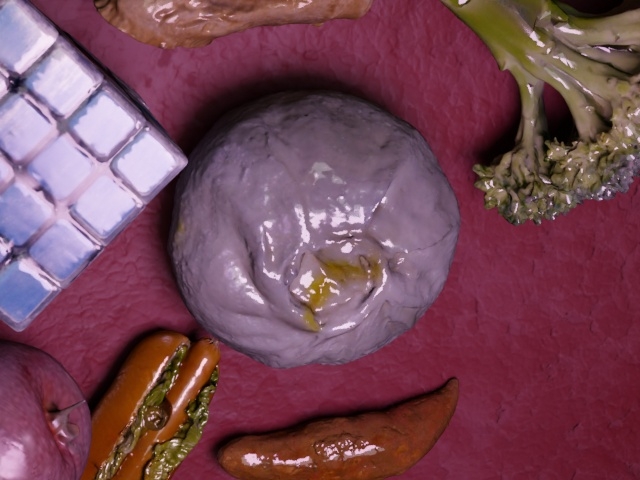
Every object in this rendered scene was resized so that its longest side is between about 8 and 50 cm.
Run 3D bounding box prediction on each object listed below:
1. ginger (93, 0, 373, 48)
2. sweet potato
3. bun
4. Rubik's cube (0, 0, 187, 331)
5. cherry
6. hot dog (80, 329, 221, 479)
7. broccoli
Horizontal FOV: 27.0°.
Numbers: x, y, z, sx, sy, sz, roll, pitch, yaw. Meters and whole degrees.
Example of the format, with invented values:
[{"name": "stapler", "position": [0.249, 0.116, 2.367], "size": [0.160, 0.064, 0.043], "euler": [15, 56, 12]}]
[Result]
[{"name": "ginger", "position": [-0.079, -0.296, 1.480], "size": [0.354, 0.126, 0.190], "euler": [-20, 141, -15]}, {"name": "sweet potato", "position": [0.041, 0.271, 1.744], "size": [0.354, 0.095, 0.106], "euler": [-13, 72, -20]}, {"name": "bun", "position": [0.000, 0.000, 1.570], "size": [0.362, 0.211, 0.362], "euler": [-8, 113, -18]}, {"name": "Rubik's cube", "position": [-0.331, -0.106, 1.383], "size": [0.259, 0.253, 0.256], "euler": [-46, 117, 1]}, {"name": "cherry", "position": [-0.389, 0.235, 1.486], "size": [0.307, 0.261, 0.221], "euler": [-33, 96, 14]}, {"name": "hot dog", "position": [-0.227, 0.253, 1.635], "size": [0.135, 0.100, 0.337], "euler": [29, 97, -26]}, {"name": "broccoli", "position": [0.323, -0.258, 1.628], "size": [0.353, 0.275, 0.397], "euler": [-31, 97, -27]}]
